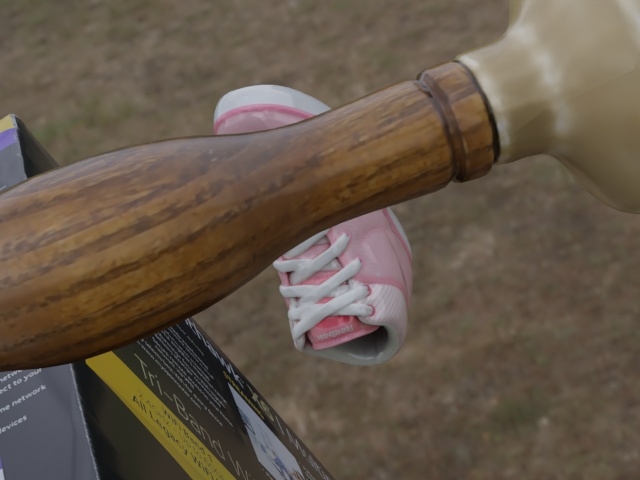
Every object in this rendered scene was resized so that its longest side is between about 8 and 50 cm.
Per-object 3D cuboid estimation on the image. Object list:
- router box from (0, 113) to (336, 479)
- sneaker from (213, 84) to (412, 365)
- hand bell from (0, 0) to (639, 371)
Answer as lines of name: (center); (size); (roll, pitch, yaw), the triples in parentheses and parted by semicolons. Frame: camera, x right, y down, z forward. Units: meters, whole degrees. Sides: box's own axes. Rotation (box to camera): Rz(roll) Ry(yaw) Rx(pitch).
router box: (-0.016, 0.142, 0.556); (0.081, 0.309, 0.243); (-34, 34, 6)
sneaker: (0.000, 0.000, 0.769); (0.051, 0.134, 0.070); (-16, 46, 22)
hand bell: (0.019, -0.024, 0.405); (0.242, 0.126, 0.126); (-20, 24, -14)
